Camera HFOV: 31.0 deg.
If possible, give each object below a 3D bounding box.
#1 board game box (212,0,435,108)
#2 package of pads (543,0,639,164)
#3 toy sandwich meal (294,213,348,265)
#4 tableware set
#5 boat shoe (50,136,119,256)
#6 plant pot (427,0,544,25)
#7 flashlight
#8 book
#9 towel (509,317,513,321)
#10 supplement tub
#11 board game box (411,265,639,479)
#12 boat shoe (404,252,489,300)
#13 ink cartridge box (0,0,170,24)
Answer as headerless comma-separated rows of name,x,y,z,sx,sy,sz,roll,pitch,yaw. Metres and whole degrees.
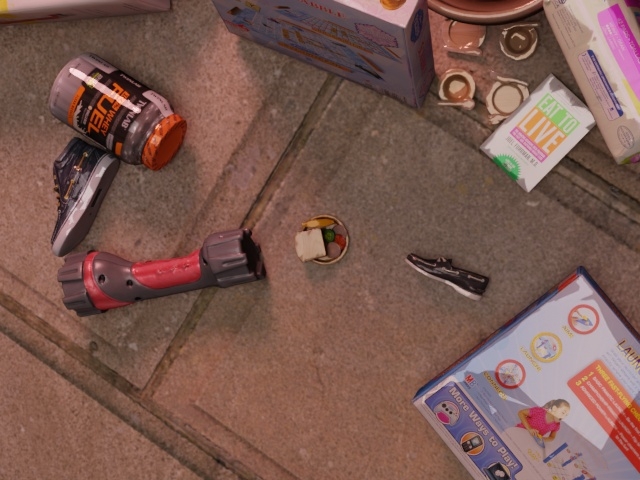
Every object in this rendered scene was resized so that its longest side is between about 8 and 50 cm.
board game box,-0.006,-0.309,1.553,0.319,0.318,0.066,24,83,11
package of pads,0.392,-0.217,1.465,0.101,0.296,0.229,-27,89,23
toy sandwich meal,0.000,0.000,1.728,0.086,0.029,0.085,1,95,15
tableware set,0.236,-0.251,1.647,0.141,0.020,0.168,8,97,14
boat shoe,-0.392,-0.069,1.814,0.083,0.065,0.183,30,95,12
plant pot,0.235,-0.408,1.525,0.263,0.229,0.263,2,96,16
flashlight,-0.246,0.042,1.762,0.304,0.103,0.103,-13,89,17
book,0.309,-0.152,1.628,0.096,0.035,0.144,43,107,2
towel,0.311,0.147,1.669,0.083,0.009,0.060,10,98,15
supplement tub,-0.305,-0.192,1.748,0.190,0.117,0.117,32,102,10
board game box,0.343,0.248,1.621,0.302,0.086,0.308,-39,88,15
boat shoe,0.184,0.044,1.675,0.125,0.046,0.038,27,101,8
ink cartridge box,-0.438,-0.474,1.735,0.385,0.160,0.279,-2,94,15
